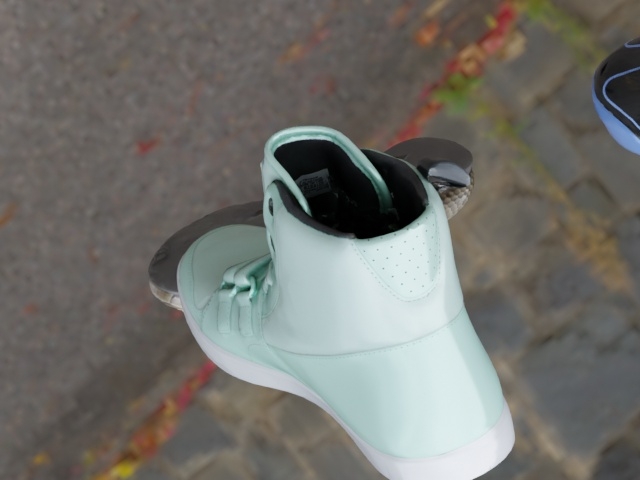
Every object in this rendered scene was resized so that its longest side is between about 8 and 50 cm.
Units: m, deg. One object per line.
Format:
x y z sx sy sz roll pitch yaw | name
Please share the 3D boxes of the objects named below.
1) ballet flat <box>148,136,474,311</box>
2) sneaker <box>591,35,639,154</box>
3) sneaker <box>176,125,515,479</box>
0.000 0.000 1.228 0.250 0.084 0.058 -25 132 -36 | ballet flat
0.211 -0.090 0.916 0.232 0.090 0.081 0 -124 45 | sneaker
-0.003 0.000 0.932 0.094 0.151 0.256 -26 -152 -22 | sneaker
